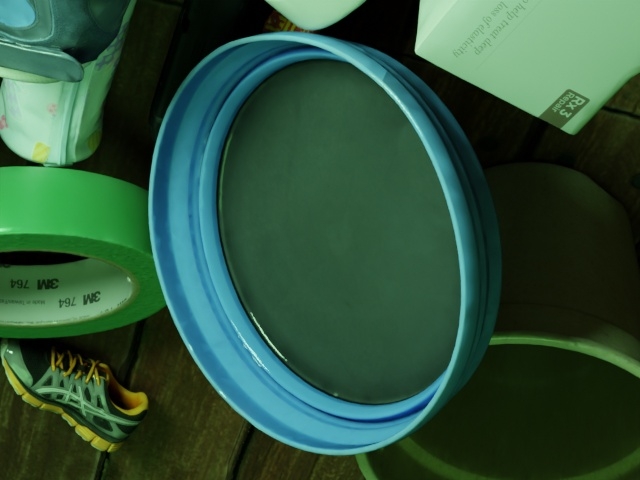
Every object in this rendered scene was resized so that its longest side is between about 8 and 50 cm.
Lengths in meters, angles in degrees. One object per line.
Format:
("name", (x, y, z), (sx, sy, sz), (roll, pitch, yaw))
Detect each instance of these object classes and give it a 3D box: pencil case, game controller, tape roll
("pencil case", (-0.243, -0.196, 1.661), (0.113, 0.124, 0.273), (-17, 149, -33))
("game controller", (-0.064, -0.188, 1.696), (0.166, 0.067, 0.319), (6, 138, -18))
("tape roll", (-0.314, 0.020, 1.835), (0.321, 0.077, 0.321), (-4, 158, -2))

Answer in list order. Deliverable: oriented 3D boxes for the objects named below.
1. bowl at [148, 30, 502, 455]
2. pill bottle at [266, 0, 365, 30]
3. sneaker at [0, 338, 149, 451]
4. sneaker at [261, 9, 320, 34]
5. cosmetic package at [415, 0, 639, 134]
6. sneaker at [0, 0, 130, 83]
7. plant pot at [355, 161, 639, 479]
("bowl", (0.000, 0.000, 1.557), (0.391, 0.077, 0.391), (14, 112, 40))
("pill bottle", (-0.090, -0.350, 1.423), (0.361, 0.204, 0.204), (38, 128, -26))
("sneaker", (-0.301, 0.172, 2.081), (0.083, 0.084, 0.215), (-38, 124, 21))
("sneaker", (-0.021, -0.173, 1.638), (0.067, 0.064, 0.175), (-18, 149, -25))
("cosmetic package", (0.199, -0.296, 1.302), (0.156, 0.385, 0.217), (27, 133, -17))
("sneaker", (-0.321, -0.238, 1.433), (0.322, 0.130, 0.236), (23, 145, -18))
("plant pot", (0.213, 0.099, 1.755), (0.333, 0.305, 0.334), (5, 135, 5))
